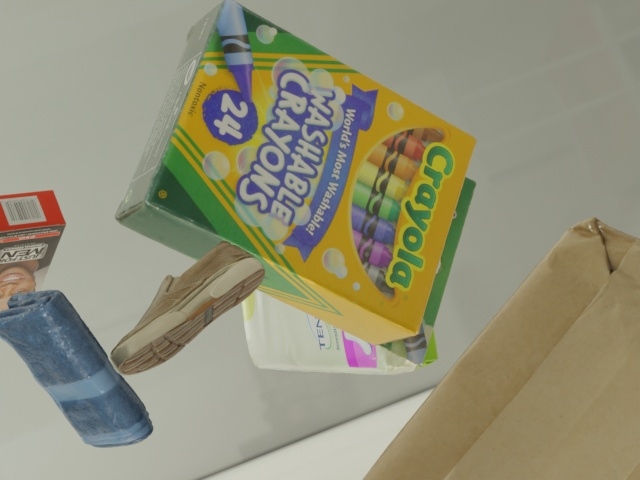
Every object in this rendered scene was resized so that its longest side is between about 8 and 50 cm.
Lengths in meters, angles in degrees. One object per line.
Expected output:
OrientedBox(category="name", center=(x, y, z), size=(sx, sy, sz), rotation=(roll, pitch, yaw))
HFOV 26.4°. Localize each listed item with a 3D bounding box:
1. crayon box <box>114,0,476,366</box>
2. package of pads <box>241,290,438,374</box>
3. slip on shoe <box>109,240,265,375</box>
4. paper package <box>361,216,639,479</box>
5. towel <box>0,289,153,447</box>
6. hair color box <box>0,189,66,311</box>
OrientedBox(category="crayon box", center=(0.007, -0.045, 1.212), size=(0.083, 0.323, 0.203), rotation=(-22, 46, 60))
OrientedBox(category="package of pads", center=(0.000, 0.000, 1.518), size=(0.229, 0.101, 0.296), rotation=(-3, 98, 46))
OrientedBox(category="slip on shoe", center=(-0.100, 0.045, 0.965), size=(0.041, 0.135, 0.051), rotation=(44, 151, 17))
OrientedBox(category="paper package", center=(0.173, 0.209, 0.957), size=(0.168, 0.309, 0.325), rotation=(31, 158, 33))
OrientedBox(category="towel", center=(-0.162, 0.087, 0.899), size=(0.067, 0.029, 0.119), rotation=(-11, 118, 43))
OrientedBox(category="hair color box", center=(-0.286, 0.015, 1.244), size=(0.043, 0.072, 0.141), rotation=(64, 144, 26))
